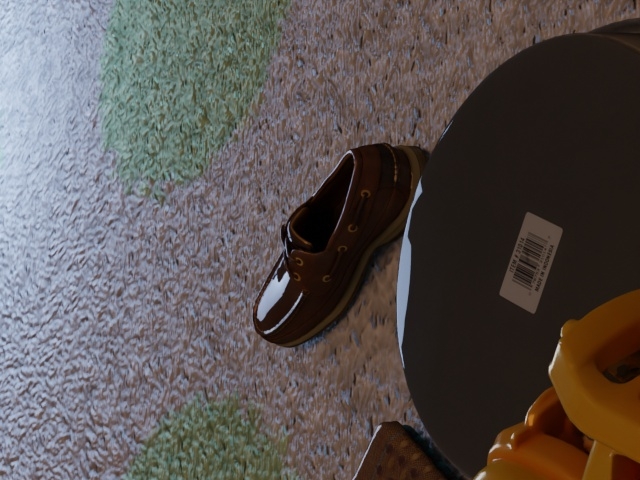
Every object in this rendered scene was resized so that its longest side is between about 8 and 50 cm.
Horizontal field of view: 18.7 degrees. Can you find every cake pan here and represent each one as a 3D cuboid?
[{"bbox_3d":[0.138,0.016,1.058,0.293,0.054,0.293,-22,63,51],"label":"cake pan"}]

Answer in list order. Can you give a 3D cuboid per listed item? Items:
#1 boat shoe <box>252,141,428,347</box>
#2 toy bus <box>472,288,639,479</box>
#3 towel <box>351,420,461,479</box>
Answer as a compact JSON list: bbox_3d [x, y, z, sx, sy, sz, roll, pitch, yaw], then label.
[{"bbox_3d":[0.000,0.000,1.253,0.178,0.060,0.064,-51,43,34],"label":"boat shoe"},{"bbox_3d":[0.160,0.090,0.826,0.220,0.149,0.211,29,132,49],"label":"toy bus"},{"bbox_3d":[0.033,0.327,1.132,0.271,0.040,0.370,44,114,50],"label":"towel"}]
